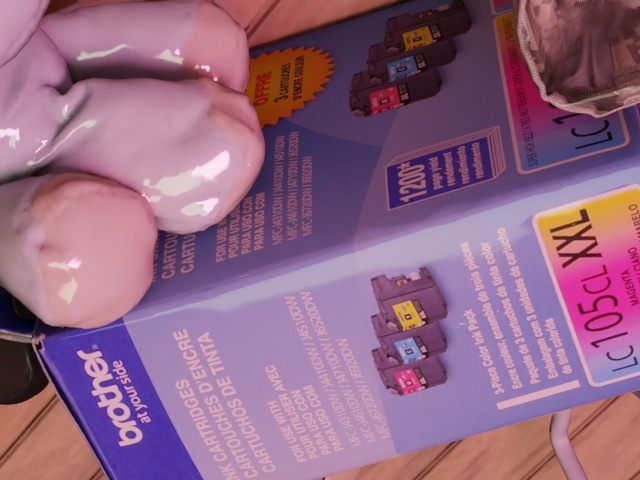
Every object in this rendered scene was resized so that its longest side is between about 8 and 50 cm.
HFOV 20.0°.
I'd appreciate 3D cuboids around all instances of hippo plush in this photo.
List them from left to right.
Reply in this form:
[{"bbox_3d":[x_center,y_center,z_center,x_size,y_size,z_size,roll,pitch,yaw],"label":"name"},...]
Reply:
[{"bbox_3d":[-0.184,-0.114,0.949,0.294,0.234,0.237,6,137,34],"label":"hippo plush"}]

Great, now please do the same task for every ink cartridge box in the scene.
[{"bbox_3d":[0.000,0.000,1.047,0.395,0.270,0.151,-18,120,11],"label":"ink cartridge box"}]

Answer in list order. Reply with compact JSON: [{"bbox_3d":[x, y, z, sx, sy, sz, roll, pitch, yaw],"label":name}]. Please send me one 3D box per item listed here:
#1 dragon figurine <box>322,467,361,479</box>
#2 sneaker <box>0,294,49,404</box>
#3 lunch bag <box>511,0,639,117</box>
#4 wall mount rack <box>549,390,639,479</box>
[{"bbox_3d":[0.026,0.080,1.210,0.289,0.144,0.085,-37,116,0],"label":"dragon figurine"},{"bbox_3d":[-0.283,0.028,1.153,0.107,0.124,0.283,-31,119,19],"label":"sneaker"},{"bbox_3d":[0.176,-0.225,0.918,0.168,0.235,0.287,16,122,-14],"label":"lunch bag"},{"bbox_3d":[0.262,0.070,1.087,0.350,0.130,0.304,-21,157,-8],"label":"wall mount rack"}]
